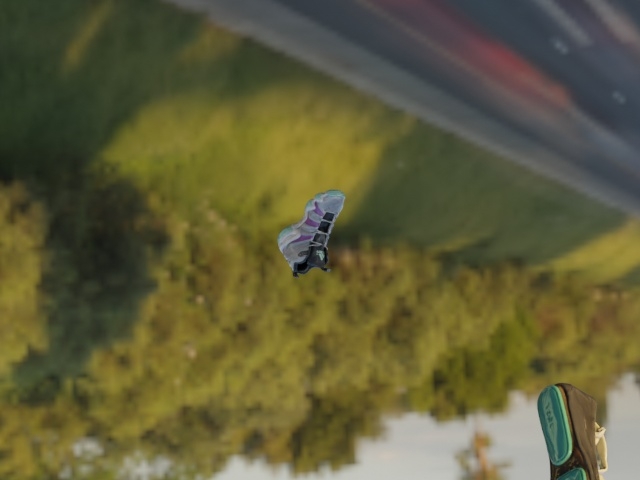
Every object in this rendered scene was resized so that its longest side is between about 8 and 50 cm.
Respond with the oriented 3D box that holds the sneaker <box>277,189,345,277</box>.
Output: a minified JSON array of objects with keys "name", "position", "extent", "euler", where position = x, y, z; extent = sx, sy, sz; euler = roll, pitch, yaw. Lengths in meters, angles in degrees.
[{"name":"sneaker","position":[0.000,0.000,1.744],"extent":[0.038,0.069,0.098],"euler":[9,137,-37]}]

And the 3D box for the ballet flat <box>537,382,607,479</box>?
[{"name":"ballet flat","position":[0.266,0.239,1.771],"extent":[0.074,0.203,0.074],"euler":[-1,145,0]}]
